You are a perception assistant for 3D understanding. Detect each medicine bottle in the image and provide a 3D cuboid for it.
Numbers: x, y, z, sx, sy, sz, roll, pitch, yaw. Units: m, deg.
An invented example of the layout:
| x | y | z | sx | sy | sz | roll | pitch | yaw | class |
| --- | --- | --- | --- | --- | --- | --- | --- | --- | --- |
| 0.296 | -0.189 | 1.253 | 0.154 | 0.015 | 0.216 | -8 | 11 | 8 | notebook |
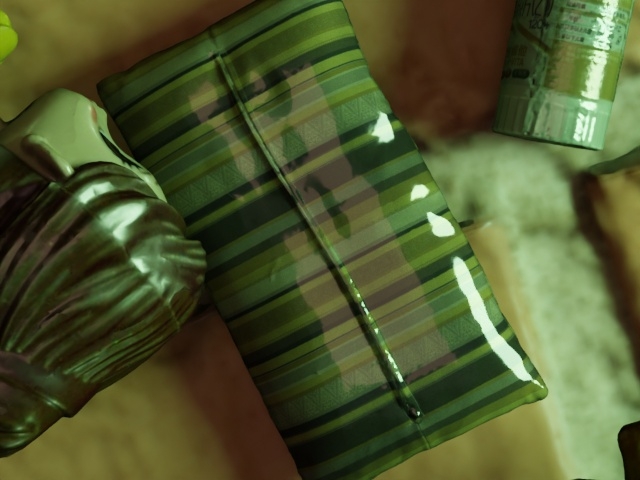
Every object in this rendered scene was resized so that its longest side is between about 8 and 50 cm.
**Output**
| x | y | z | sx | sy | sz | roll | pitch | yaw | class |
| --- | --- | --- | --- | --- | --- | --- | --- | --- | --- |
| 0.099 | -0.080 | 0.549 | 0.047 | 0.047 | 0.083 | 11 | 94 | 2 | medicine bottle |

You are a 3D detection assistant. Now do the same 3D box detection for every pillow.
| x | y | z | sx | sy | sz | roll | pitch | yaw | class |
| --- | --- | --- | --- | --- | --- | --- | --- | --- | --- |
| 0.000 | 0.000 | 0.563 | 0.113 | 0.038 | 0.203 | -28 | 92 | 6 | pillow |

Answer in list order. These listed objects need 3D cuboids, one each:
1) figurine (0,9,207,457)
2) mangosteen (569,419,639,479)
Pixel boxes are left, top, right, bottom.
| x | y | z | sx | sy | sz | roll | pitch | yaw | class |
| --- | --- | --- | --- | --- | --- | --- | --- | --- | --- |
| -0.160 | -0.079 | 0.517 | 0.187 | 0.168 | 0.315 | -30 | 104 | 42 | figurine |
| 0.132 | 0.163 | 0.506 | 0.200 | 0.200 | 0.199 | 0 | 94 | 3 | mangosteen |
